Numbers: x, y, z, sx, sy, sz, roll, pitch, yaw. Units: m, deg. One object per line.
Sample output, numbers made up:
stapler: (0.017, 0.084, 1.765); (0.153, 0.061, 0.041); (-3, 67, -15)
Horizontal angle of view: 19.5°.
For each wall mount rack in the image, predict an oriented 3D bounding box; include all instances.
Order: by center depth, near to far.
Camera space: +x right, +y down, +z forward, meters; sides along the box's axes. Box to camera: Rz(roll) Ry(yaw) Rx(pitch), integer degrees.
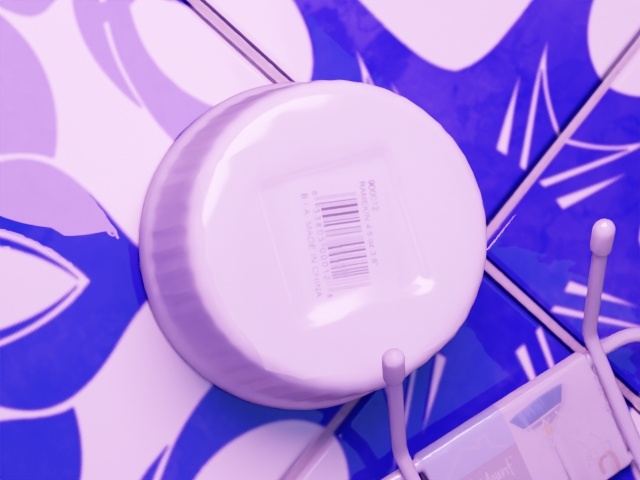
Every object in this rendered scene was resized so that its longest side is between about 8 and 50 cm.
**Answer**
wall mount rack: (0.174, 0.154, 1.528); (0.350, 0.130, 0.304); (-31, 110, -16)

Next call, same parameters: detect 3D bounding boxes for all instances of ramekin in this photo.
ramekin: (0.000, 0.000, 1.510); (0.277, 0.135, 0.277); (1, 85, -15)
